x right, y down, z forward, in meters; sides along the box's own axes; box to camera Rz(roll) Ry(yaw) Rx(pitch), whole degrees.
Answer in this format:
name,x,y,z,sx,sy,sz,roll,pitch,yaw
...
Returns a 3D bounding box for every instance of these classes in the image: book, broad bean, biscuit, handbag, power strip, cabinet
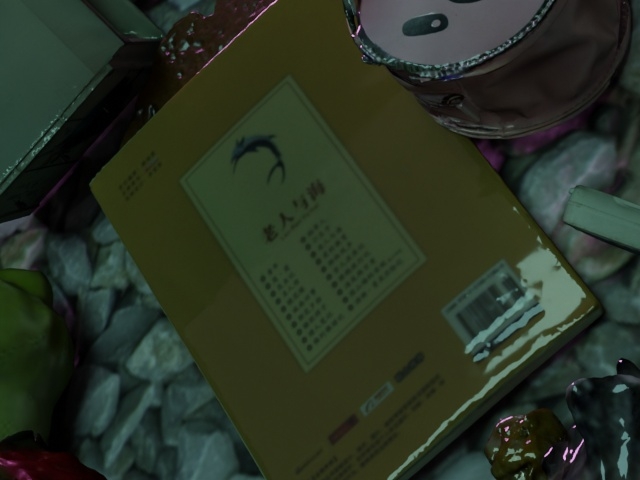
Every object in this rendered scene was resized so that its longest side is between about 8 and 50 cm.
name,x,y,z,sx,sy,sz,roll,pitch,yaw
book,0.000,0.000,1.244,0.269,0.032,0.389,-42,55,12
broad bean,-0.314,0.151,1.417,0.291,0.119,0.238,-47,46,13
biscuit,-0.071,-0.096,1.382,0.208,0.041,0.290,4,73,38
handbag,0.113,-0.173,1.179,0.179,0.116,0.205,-12,59,18
power strip,0.225,0.003,1.074,0.191,0.047,0.030,25,91,46
cabinet,-0.253,-0.136,1.454,0.150,0.145,0.206,45,103,4

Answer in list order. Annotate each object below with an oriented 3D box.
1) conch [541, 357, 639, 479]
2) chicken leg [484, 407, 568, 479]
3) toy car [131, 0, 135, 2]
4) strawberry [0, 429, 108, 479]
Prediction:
name,x,y,z,sx,sy,sz,roll,pitch,yaw
conch,0.236,0.150,0.912,0.241,0.186,0.313,-12,38,6
chicken leg,0.123,0.217,1.033,0.107,0.087,0.251,-12,54,24
toy car,-0.190,-0.287,1.534,0.112,0.112,0.139,-26,53,28
strawberry,-0.237,0.287,1.217,0.257,0.257,0.277,-22,89,32
